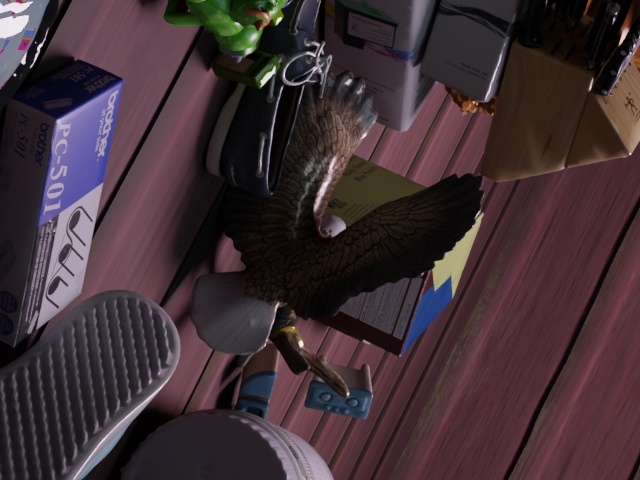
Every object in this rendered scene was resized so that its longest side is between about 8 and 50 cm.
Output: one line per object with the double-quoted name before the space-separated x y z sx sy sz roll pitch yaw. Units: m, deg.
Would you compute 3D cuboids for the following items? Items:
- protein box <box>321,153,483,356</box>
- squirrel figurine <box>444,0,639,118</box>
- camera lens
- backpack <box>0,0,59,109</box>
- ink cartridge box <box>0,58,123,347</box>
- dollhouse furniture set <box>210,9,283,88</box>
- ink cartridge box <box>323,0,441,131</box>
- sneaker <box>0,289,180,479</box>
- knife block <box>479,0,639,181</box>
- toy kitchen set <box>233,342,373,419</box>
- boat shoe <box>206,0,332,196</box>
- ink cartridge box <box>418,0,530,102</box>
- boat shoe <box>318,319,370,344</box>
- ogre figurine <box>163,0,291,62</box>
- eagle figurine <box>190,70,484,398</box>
"protein box" 0.063 0.012 1.870 0.200 0.201 0.136 -39 151 -59
"squirrel figurine" 0.388 -0.293 2.165 0.397 0.370 0.281 -59 164 -22
"camera lens" -0.102 0.312 1.749 0.219 0.219 0.274 -63 165 -7
"backpack" -0.223 -0.133 0.817 0.152 0.115 0.182 -62 163 -1
"ink cartridge box" -0.212 -0.028 1.160 0.097 0.046 0.207 -44 155 -56
"dollhouse furniture set" -0.086 -0.208 1.349 0.076 0.058 0.151 -51 142 -21
"ink cartridge box" 0.098 -0.290 1.664 0.201 0.117 0.278 -57 164 -28
"sneaker" -0.256 0.180 1.192 0.366 0.135 0.150 -32 165 -47
"knife block" 0.242 -0.196 1.616 0.242 0.276 0.088 54 52 -22
"toy kitchen set" -0.036 0.257 1.935 0.122 0.166 0.207 -83 -174 -55
"boat shoe" -0.035 -0.167 1.481 0.254 0.079 0.095 -67 165 8
"ink cartridge box" 0.195 -0.274 1.618 0.153 0.087 0.208 -42 153 -55
"boat shoe" 0.046 0.080 2.129 0.302 0.113 0.103 66 49 -85
"ogre figurine" -0.073 -0.225 1.232 0.197 0.097 0.118 92 15 -75
"eagle figurine" 0.001 -0.006 1.628 0.298 0.226 0.225 -55 -151 30
